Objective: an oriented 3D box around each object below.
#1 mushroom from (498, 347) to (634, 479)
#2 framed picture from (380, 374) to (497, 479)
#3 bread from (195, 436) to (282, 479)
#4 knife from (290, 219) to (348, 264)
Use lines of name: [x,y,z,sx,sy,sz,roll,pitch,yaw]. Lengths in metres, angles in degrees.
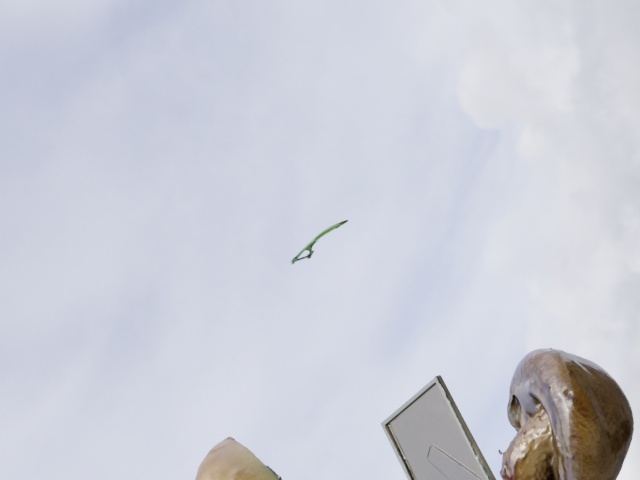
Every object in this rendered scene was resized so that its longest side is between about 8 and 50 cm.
mushroom: [0.399,0.319,1.439,0.195,0.263,0.283,9,-70,-22]
framed picture: [0.261,0.481,1.885,0.024,0.315,0.232,-3,-33,-38]
bread: [-0.174,0.477,1.587,0.132,0.251,0.174,-8,-71,-35]
knife: [-0.002,-0.002,1.876,0.166,0.023,0.078,-43,-10,36]
